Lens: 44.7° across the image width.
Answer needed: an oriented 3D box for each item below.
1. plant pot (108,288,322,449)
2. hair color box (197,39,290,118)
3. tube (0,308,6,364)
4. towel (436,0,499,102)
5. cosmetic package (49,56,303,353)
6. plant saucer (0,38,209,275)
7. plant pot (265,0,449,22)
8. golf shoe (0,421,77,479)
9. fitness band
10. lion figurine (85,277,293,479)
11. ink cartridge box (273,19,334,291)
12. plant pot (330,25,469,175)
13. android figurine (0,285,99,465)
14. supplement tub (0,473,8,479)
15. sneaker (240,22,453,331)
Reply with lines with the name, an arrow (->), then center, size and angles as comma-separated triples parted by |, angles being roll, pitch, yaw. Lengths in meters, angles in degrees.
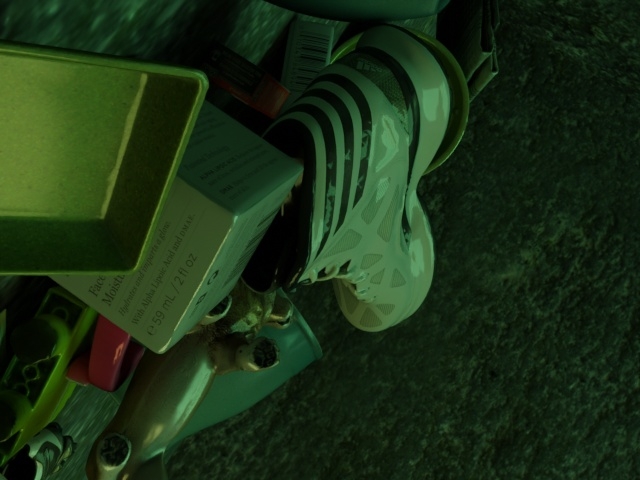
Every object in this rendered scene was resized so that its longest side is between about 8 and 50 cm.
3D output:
plant pot -> -0.182, 0.144, 1.106 | 0.255, 0.271, 0.271 | -40, 170, -13
hair color box -> -0.086, -0.184, 0.907 | 0.043, 0.072, 0.141 | -57, 173, 6
tube -> -0.353, 0.164, 0.678 | 0.070, 0.062, 0.240 | -10, -148, 35
towel -> 0.281, -0.411, 1.493 | 0.324, 0.056, 0.311 | 113, -18, -73
cosmetic package -> -0.144, -0.037, 0.659 | 0.151, 0.184, 0.151 | -59, 175, 26
plant saucer -> -0.189, -0.055, 0.498 | 0.188, 0.045, 0.188 | 1, 136, -31
plant pot -> 0.065, -0.329, 0.759 | 0.290, 0.195, 0.290 | -55, 174, -9
golf shoe -> -0.421, 0.343, 1.073 | 0.198, 0.077, 0.094 | -64, 163, 6
fitness band -> -0.198, 0.058, 0.871 | 0.208, 0.054, 0.291 | -63, -175, 3
lion figurine -> -0.162, 0.169, 0.834 | 0.392, 0.142, 0.240 | -51, -167, -19
ink cartridge box -> -0.041, -0.097, 1.154 | 0.330, 0.072, 0.323 | 99, -2, -74
plant pot -> 0.127, -0.263, 1.493 | 0.276, 0.276, 0.254 | -58, -174, 12
android figurine -> -0.288, 0.123, 0.833 | 0.248, 0.056, 0.273 | -63, -175, 1
supplement tub -> -0.380, 0.293, 0.705 | 0.199, 0.144, 0.144 | -53, 173, -38
sneaker -> -0.001, -0.001, 0.876 | 0.257, 0.169, 0.447 | -38, 148, -28
